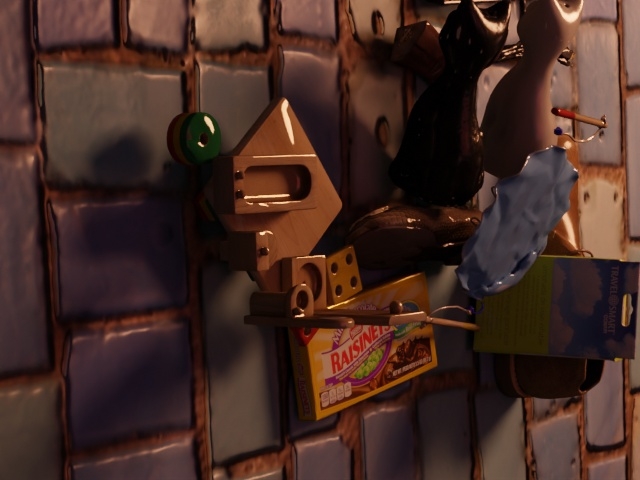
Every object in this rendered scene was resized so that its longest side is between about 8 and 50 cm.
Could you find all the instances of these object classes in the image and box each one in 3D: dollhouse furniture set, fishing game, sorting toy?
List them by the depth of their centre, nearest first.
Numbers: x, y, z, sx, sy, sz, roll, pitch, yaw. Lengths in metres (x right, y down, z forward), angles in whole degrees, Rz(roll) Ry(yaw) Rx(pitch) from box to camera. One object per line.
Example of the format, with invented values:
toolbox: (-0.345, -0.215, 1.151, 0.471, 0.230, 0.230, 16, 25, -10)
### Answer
dollhouse furniture set: (0.000, 0.000, 1.567, 0.144, 0.123, 0.151, -5, 95, -51)
sorting toy: (-0.049, -0.032, 1.642, 0.132, 0.046, 0.274, -55, 130, -35)
fishing game: (0.196, -0.023, 1.831, 0.189, 0.041, 0.264, 4, 119, -59)

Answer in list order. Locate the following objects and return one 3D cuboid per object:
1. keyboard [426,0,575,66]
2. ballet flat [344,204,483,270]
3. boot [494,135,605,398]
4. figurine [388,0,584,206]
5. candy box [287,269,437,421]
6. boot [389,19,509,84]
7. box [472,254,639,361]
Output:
keyboard: (0.212, -0.284, 1.974, 0.317, 0.033, 0.202, -13, 95, -49)
ballet flat: (0.100, -0.012, 1.815, 0.250, 0.084, 0.058, 0, 62, -53)
boot: (0.273, 0.025, 1.992, 0.112, 0.115, 0.305, 12, 81, -49)
figurine: (0.181, -0.156, 1.820, 0.215, 0.092, 0.209, -15, 127, -46)
candy box: (0.043, 0.101, 1.776, 0.206, 0.027, 0.105, -19, 102, -50)
boot: (0.131, -0.207, 1.843, 0.114, 0.037, 0.106, 31, 99, -45)
box: (0.255, 0.071, 1.915, 0.042, 0.178, 0.109, 9, 84, -67)
